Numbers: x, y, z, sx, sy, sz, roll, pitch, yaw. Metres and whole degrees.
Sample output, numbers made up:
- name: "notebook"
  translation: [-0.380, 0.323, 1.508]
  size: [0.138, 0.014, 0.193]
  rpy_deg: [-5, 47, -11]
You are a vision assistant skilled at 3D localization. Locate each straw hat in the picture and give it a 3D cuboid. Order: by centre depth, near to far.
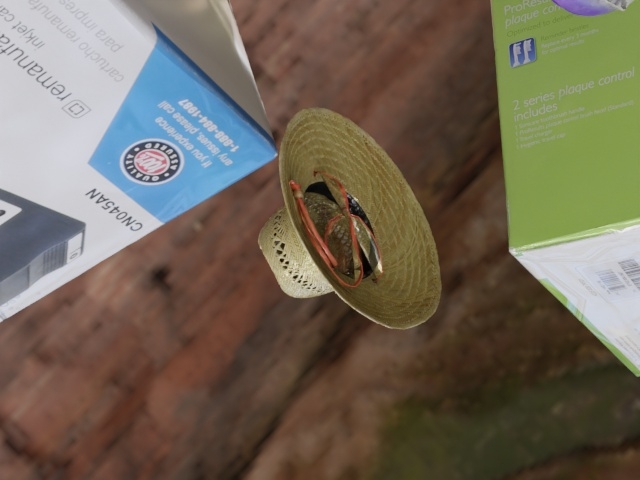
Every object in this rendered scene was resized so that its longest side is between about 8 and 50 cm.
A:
- name: "straw hat"
  translation: [0.000, 0.000, 1.040]
  size: [0.061, 0.144, 0.144]
  rpy_deg: [-31, -174, 29]

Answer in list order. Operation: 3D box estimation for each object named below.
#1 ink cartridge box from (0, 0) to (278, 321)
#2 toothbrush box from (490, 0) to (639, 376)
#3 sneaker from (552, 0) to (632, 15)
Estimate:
- name: "ink cartridge box"
  translation: [-0.273, -0.077, 1.188]
  size: [0.395, 0.166, 0.285]
  rpy_deg: [-30, 141, 15]
- name: "toothbrush box"
  translation: [0.194, -0.091, 1.118]
  size: [0.122, 0.283, 0.206]
  rpy_deg: [-14, 152, 25]
- name: "sneaker"
  translation: [0.109, -0.236, 1.005]
  size: [0.146, 0.102, 0.293]
  rpy_deg: [-19, -121, 37]
